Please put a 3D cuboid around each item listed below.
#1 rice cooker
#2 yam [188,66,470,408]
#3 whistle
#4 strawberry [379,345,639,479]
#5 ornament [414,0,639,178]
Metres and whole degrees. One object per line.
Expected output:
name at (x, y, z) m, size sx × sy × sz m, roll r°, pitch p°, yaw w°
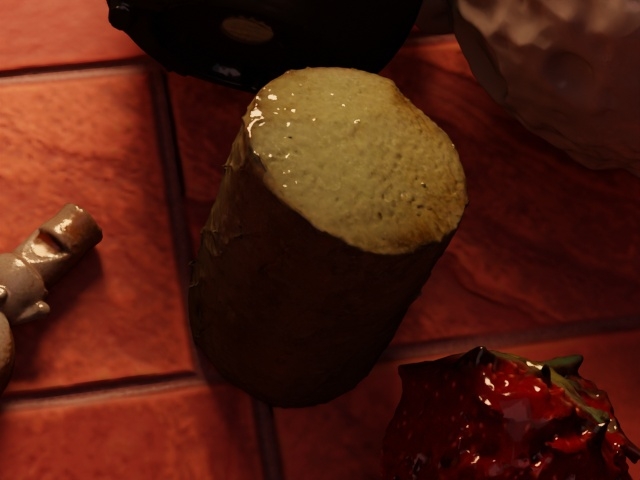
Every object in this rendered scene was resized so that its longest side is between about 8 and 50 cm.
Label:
rice cooker at (-0.040, -0.235, 1.310) m, size 0.267 × 0.267 × 0.224 m, roll 14°, pitch 72°, yaw -3°
yam at (0.000, 0.000, 1.230) m, size 0.161 × 0.268 × 0.161 m, roll 6°, pitch 60°, yaw -11°
whistle at (-0.243, 0.055, 1.277) m, size 0.107 × 0.057 × 0.220 m, roll 35°, pitch 64°, yaw 19°
strawberry at (0.123, 0.168, 1.234) m, size 0.184 × 0.187 × 0.201 m, roll 23°, pitch 96°, yaw -20°
ornament at (0.256, -0.218, 1.299) m, size 0.337 × 0.337 × 0.337 m, roll 3°, pitch 70°, yaw -7°
